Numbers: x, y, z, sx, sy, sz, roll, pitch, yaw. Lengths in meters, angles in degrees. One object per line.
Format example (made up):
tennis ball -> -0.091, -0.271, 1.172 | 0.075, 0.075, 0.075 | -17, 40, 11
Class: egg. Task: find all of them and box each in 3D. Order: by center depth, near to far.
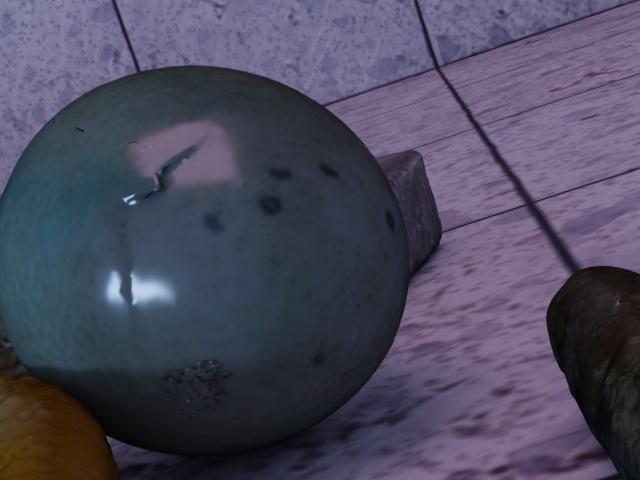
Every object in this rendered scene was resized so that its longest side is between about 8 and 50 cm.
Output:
egg -> -0.056, 0.008, 0.599 | 0.169, 0.169, 0.236 | -23, 9, -25

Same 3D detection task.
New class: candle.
candle -> 0.000, 0.000, 0.857 | 0.168, 0.068, 0.192 | -22, 13, -22

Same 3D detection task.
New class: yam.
yam -> 0.105, 0.051, 0.372 | 0.061, 0.061, 0.274 | -19, 8, 1

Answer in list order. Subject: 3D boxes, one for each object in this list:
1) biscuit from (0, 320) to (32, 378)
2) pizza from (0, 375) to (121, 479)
biscuit -> -0.205, 0.075, 0.893 | 0.250, 0.046, 0.147 | -18, 10, 1
pizza -> -0.172, 0.113, 0.514 | 0.182, 0.074, 0.365 | -27, 12, -22
